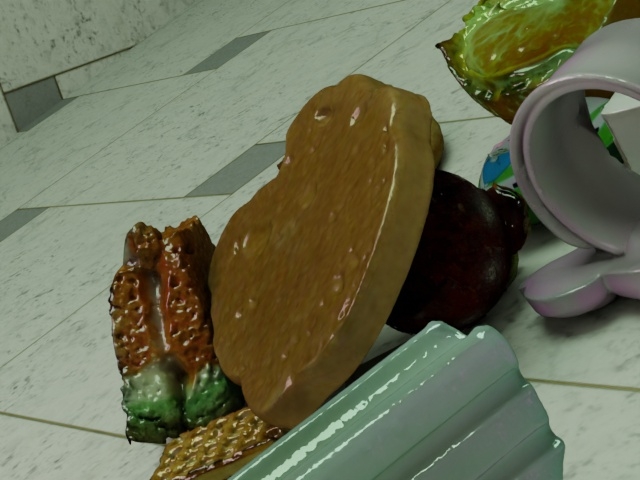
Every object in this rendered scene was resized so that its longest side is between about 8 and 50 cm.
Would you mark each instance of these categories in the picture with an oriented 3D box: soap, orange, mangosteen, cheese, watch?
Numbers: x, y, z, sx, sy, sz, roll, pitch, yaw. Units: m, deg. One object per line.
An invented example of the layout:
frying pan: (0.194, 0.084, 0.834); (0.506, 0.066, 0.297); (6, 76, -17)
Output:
soap: (0.028, 0.201, 1.134); (0.289, 0.173, 0.095); (-37, 18, -21)
orange: (0.296, -0.237, 1.931); (0.262, 0.196, 0.334); (-38, 8, 25)
mangosteen: (0.114, 0.007, 1.611); (0.180, 0.166, 0.166); (-11, 2, -38)
cheese: (0.198, -0.060, 1.765); (0.320, 0.083, 0.204); (-28, 12, 33)
watch: (0.261, -0.069, 1.457); (0.248, 0.217, 0.211); (-10, 26, 48)

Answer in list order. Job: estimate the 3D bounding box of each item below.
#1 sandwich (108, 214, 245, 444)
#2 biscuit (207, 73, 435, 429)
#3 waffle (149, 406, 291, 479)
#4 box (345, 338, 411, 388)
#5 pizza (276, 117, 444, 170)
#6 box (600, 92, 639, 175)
sandwich: (-0.140, 0.083, 1.743); (0.109, 0.212, 0.292); (-11, 0, 4)
biscuit: (0.000, 0.000, 1.558); (0.312, 0.057, 0.351); (-63, 23, 4)
waffle: (-0.080, 0.193, 1.563); (0.148, 0.042, 0.102); (-24, 17, 19)
box: (0.063, 0.127, 1.532); (0.079, 0.035, 0.083); (-27, 16, 9)
pizza: (0.040, -0.103, 2.159); (0.229, 0.081, 0.289); (-29, 18, 3)
box: (0.427, -0.152, 1.595); (0.274, 0.116, 0.203); (-17, 21, 36)
